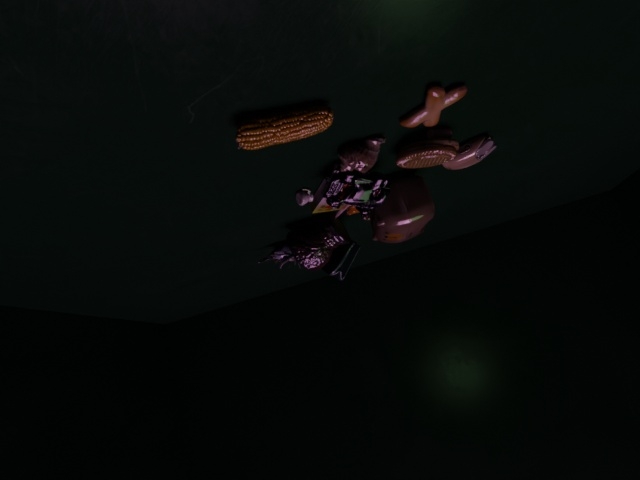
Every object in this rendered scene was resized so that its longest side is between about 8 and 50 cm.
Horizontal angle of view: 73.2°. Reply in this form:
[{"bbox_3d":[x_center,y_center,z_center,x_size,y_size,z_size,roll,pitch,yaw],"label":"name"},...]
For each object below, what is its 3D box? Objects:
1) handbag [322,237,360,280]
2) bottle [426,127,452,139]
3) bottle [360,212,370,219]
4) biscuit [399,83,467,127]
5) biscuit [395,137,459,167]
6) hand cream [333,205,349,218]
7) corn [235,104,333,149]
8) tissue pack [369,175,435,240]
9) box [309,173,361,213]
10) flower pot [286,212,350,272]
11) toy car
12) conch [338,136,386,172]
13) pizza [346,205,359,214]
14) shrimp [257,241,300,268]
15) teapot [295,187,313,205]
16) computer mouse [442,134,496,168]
[{"bbox_3d":[0.087,0.073,2.425,0.089,0.238,0.326,31,-178,-25],"label":"handbag"},{"bbox_3d":[0.467,-0.418,1.695,0.097,0.045,0.045,-8,162,-24],"label":"bottle"},{"bbox_3d":[0.272,-0.135,2.446,0.101,0.047,0.063,-4,171,-31],"label":"bottle"},{"bbox_3d":[0.388,-0.458,1.486,0.165,0.047,0.208,-8,162,-23],"label":"biscuit"},{"bbox_3d":[0.432,-0.352,1.746,0.260,0.079,0.259,-5,176,0],"label":"biscuit"},{"bbox_3d":[0.123,-0.180,2.136,0.043,0.067,0.210,12,148,-30],"label":"hand cream"},{"bbox_3d":[-0.106,-0.344,1.312,0.313,0.101,0.102,-14,164,-12],"label":"corn"},{"bbox_3d":[0.377,-0.141,2.126,0.277,0.267,0.387,-14,165,-4],"label":"tissue pack"},{"bbox_3d":[0.070,-0.212,1.975,0.175,0.062,0.260,-10,162,-22],"label":"box"},{"bbox_3d":[0.000,0.000,2.295,0.267,0.266,0.267,-32,159,18],"label":"flower pot"},{"bbox_3d":[0.154,-0.215,1.811,0.302,0.118,0.193,7,122,-31],"label":"toy car"},{"bbox_3d":[0.158,-0.332,1.649,0.207,0.130,0.155,-41,-166,9],"label":"conch"},{"bbox_3d":[0.182,-0.174,2.241,0.178,0.041,0.131,-3,157,-39],"label":"pizza"},{"bbox_3d":[-0.181,0.087,2.530,0.372,0.172,0.137,-30,131,-3],"label":"shrimp"},{"bbox_3d":[-0.068,-0.198,1.913,0.064,0.064,0.083,-15,134,-30],"label":"teapot"},{"bbox_3d":[0.659,-0.383,1.926,0.237,0.081,0.145,-23,162,27],"label":"computer mouse"}]
